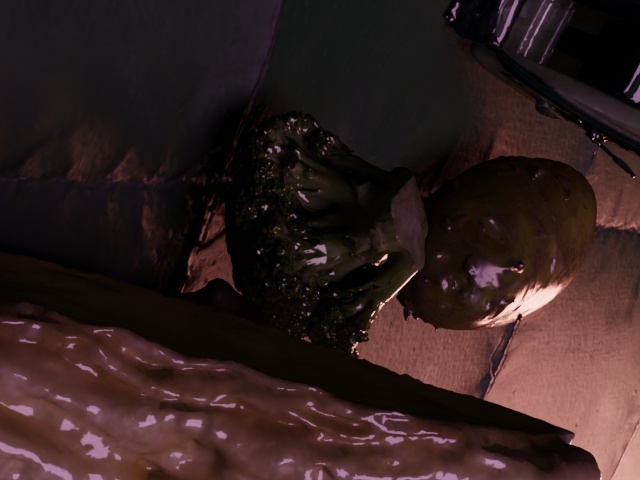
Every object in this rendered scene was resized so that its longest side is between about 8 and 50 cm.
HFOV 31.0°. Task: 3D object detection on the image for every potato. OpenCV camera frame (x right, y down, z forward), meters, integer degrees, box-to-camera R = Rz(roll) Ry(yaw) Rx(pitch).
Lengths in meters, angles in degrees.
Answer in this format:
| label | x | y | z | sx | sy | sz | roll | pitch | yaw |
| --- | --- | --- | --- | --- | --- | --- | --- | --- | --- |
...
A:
| label | x | y | z | sx | sy | sz | roll | pitch | yaw |
| --- | --- | --- | --- | --- | --- | --- | --- | --- | --- |
| potato | 0.151 | 0.002 | 0.980 | 0.251 | 0.113 | 0.149 | -26 | 127 | -50 |

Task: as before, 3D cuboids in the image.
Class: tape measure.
| label | x | y | z | sx | sy | sz | roll | pitch | yaw |
| --- | --- | --- | --- | --- | --- | --- | --- | --- | --- |
| tape measure | 0.236 | -0.123 | 0.910 | 0.235 | 0.207 | 0.115 | 16 | 105 | -57 |

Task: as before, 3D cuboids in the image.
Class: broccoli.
| label | x | y | z | sx | sy | sz | roll | pitch | yaw |
| --- | --- | --- | --- | --- | --- | --- | --- | --- | --- |
| broccoli | 0.000 | 0.000 | 0.758 | 0.146 | 0.138 | 0.162 | 18 | 68 | -54 |

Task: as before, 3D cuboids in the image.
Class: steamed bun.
| label | x | y | z | sx | sy | sz | roll | pitch | yaw |
| --- | --- | --- | --- | --- | --- | --- | --- | --- | --- |
| steamed bun | -0.097 | 0.117 | 0.626 | 0.428 | 0.247 | 0.189 | 17 | 99 | -22 |

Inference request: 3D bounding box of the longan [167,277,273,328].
| label | x | y | z | sx | sy | sz | roll | pitch | yaw |
| --- | --- | --- | --- | --- | --- | --- | --- | --- | --- |
| longan | -0.074 | 0.077 | 0.771 | 0.113 | 0.092 | 0.113 | -7 | 111 | -19 |
